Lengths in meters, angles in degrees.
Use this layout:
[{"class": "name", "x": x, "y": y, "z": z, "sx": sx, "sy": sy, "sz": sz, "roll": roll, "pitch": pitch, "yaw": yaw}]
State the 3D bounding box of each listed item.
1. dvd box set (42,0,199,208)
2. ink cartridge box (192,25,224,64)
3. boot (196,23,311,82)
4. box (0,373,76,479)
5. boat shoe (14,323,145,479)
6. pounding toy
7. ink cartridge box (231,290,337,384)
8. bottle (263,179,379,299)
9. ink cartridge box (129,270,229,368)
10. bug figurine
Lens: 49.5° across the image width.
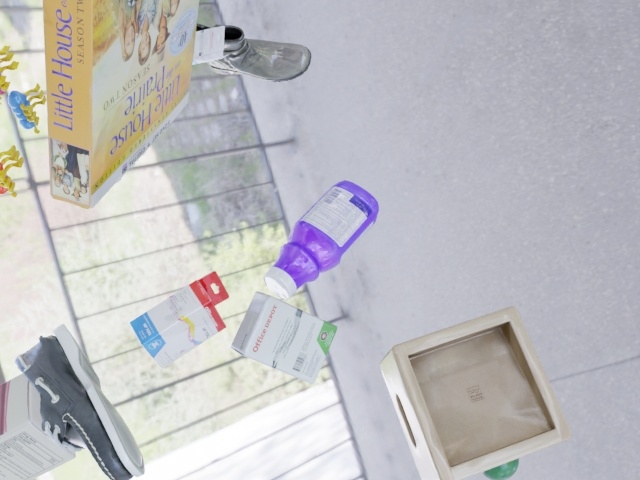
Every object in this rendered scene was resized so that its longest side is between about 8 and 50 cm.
[{"class": "dvd box set", "x": -0.219, "y": -0.286, "z": 0.814, "sx": 0.062, "sy": 0.308, "sz": 0.420, "roll": 19, "pitch": 129, "yaw": 3}, {"class": "ink cartridge box", "x": -0.196, "y": -0.338, "z": 1.204, "sx": 0.083, "sy": 0.028, "sz": 0.048, "roll": -4, "pitch": 78, "yaw": 25}, {"class": "boot", "x": -0.151, "y": -0.402, "z": 1.470, "sx": 0.161, "sy": 0.246, "sz": 0.084, "roll": 36, "pitch": -122, "yaw": -80}, {"class": "box", "x": -0.597, "y": 0.372, "z": 1.284, "sx": 0.127, "sy": 0.232, "sz": 0.149, "roll": 62, "pitch": 179, "yaw": 46}, {"class": "boat shoe", "x": -0.325, "y": 0.227, "z": 0.921, "sx": 0.302, "sy": 0.091, "sz": 0.114, "roll": 34, "pitch": 151, "yaw": 50}, {"class": "pounding toy", "x": 0.117, "y": 0.150, "z": 0.575, "sx": 0.100, "sy": 0.130, "sz": 0.141, "roll": 99, "pitch": 153, "yaw": -70}, {"class": "ink cartridge box", "x": -0.085, "y": 0.229, "z": 1.639, "sx": 0.087, "sy": 0.208, "sz": 0.153, "roll": 9, "pitch": 72, "yaw": 60}, {"class": "bottle", "x": 0.000, "y": 0.000, "z": 1.379, "sx": 0.118, "sy": 0.283, "sz": 0.092, "roll": 34, "pitch": 148, "yaw": 14}, {"class": "ink cartridge box", "x": -0.314, "y": 0.187, "z": 1.643, "sx": 0.078, "sy": 0.231, "sz": 0.134, "roll": 50, "pitch": 166, "yaw": 34}, {"class": "bug figurine", "x": -0.584, "y": -0.220, "z": 1.261, "sx": 0.216, "sy": 0.072, "sz": 0.279, "roll": 81, "pitch": -176, "yaw": -46}]
